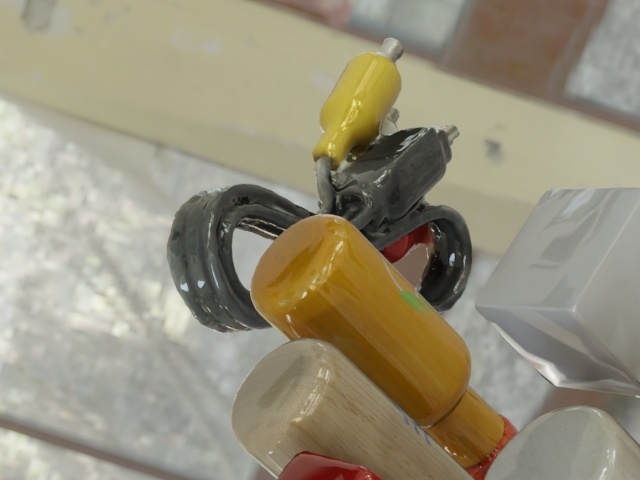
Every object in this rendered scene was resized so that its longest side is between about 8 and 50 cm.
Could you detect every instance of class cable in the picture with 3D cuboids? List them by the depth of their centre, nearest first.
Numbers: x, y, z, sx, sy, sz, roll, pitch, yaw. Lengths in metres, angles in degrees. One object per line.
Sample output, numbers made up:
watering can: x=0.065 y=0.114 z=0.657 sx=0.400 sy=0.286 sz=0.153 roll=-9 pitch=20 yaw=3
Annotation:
cable: x=0.000 y=0.000 z=0.953 sx=0.287 sy=0.072 sz=0.139 roll=-37 pitch=-61 yaw=-55

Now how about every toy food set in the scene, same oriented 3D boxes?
toy food set: x=0.061 y=0.062 z=0.516 sx=0.232 sy=0.104 sz=0.111 roll=0 pitch=51 yaw=56
